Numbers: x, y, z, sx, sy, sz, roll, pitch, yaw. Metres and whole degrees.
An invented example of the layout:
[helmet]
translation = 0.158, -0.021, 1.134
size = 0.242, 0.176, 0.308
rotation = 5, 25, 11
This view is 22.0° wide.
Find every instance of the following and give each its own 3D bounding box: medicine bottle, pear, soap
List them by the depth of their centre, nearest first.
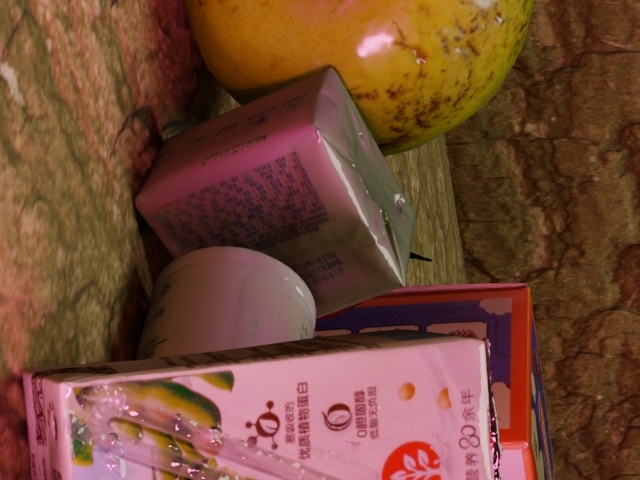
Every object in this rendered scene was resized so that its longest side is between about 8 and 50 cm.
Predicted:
[medicine bottle]
translation = -0.090, 0.143, 1.390
size = 0.254, 0.152, 0.152
rotation = -80, 162, -46
[soap]
translation = -0.037, -0.029, 1.509
size = 0.182, 0.199, 0.138
rotation = 58, 26, -25
[pear]
translation = 0.044, -0.265, 1.668
size = 0.391, 0.391, 0.391
rotation = -4, 90, -79

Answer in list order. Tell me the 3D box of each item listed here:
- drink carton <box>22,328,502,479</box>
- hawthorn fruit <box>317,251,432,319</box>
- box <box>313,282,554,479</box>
[drink carton]
translation = -0.039, 0.174, 1.196
size = 0.132, 0.325, 0.194
rotation = 177, -91, -66
[hawthorn fruit]
translation = 0.000, 0.000, 1.687
size = 0.181, 0.235, 0.181
rotation = -44, 142, -48
[box]
translation = 0.098, 0.257, 1.869
size = 0.257, 0.319, 0.348
rotation = -83, 164, -49
